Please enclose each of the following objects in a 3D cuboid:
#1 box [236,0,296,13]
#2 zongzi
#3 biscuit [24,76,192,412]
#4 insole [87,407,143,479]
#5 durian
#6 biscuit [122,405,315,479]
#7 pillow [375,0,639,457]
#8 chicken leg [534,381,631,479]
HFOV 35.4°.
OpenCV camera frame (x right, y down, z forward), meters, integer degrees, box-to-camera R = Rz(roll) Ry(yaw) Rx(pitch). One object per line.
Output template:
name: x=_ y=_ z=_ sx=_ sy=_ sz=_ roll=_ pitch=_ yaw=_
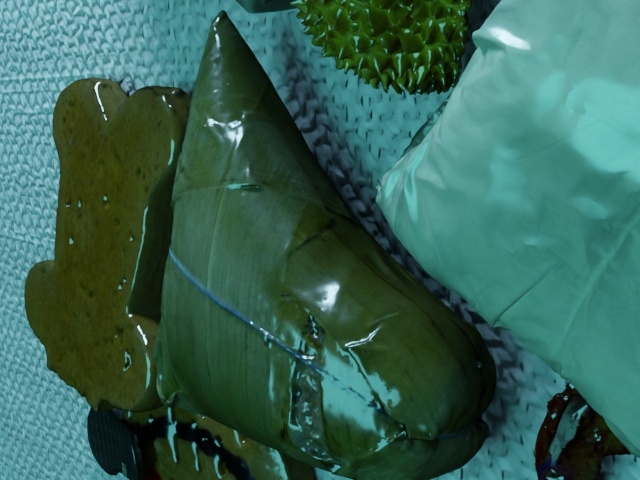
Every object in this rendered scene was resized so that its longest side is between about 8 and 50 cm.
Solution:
box: x=-0.027 y=-0.306 z=0.850 sx=0.129 sy=0.148 sz=0.210 roll=49 pitch=133 yaw=18
zongzi: x=0.000 y=0.000 z=0.869 sx=0.356 sy=0.174 sz=0.392 roll=14 pitch=102 yaw=45
biscuit: x=-0.255 y=0.001 z=1.235 sx=0.368 sy=0.076 sz=0.393 roll=17 pitch=103 yaw=51
insole: x=-0.278 y=0.274 z=1.338 sx=0.309 sy=0.012 sz=0.110 roll=177 pitch=85 yaw=-66
durian: x=0.044 y=-0.228 z=0.739 sx=0.193 sy=0.138 sz=0.237 roll=-75 pitch=-10 yaw=-79
biscuit: x=-0.132 y=0.295 z=1.180 sx=0.367 sy=0.063 sz=0.314 roll=-3 pitch=94 yaw=51
pillow: x=0.186 y=-0.029 z=0.624 sx=0.310 sy=0.138 sz=0.283 roll=43 pitch=126 yaw=24
chicken leg: x=0.201 y=0.153 z=0.740 sx=0.093 sy=0.053 sz=0.205 roll=35 pitch=129 yaw=25
